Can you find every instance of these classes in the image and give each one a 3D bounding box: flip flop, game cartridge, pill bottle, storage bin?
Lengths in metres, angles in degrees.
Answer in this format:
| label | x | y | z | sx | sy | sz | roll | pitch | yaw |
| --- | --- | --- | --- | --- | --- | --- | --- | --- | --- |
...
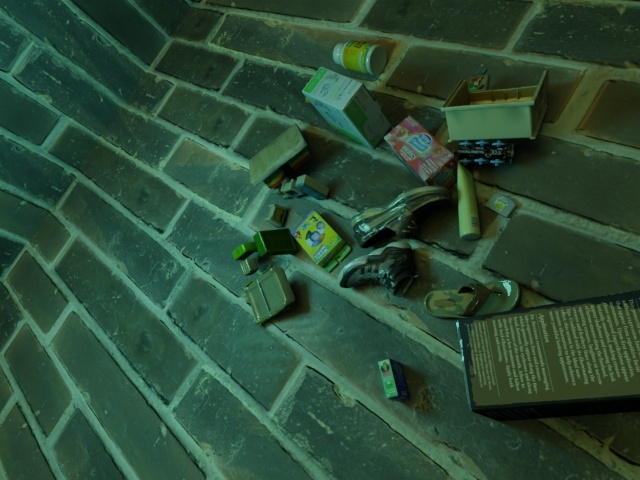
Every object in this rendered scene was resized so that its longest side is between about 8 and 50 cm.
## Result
| label | x | y | z | sx | sy | sz | roll | pitch | yaw |
| --- | --- | --- | --- | --- | --- | --- | --- | --- | --- |
| flip flop | 0.424 | 0.166 | 1.362 | 0.277 | 0.080 | 0.112 | -8 | 64 | 29 |
| game cartridge | 0.551 | -0.109 | 1.458 | 0.056 | 0.017 | 0.083 | -50 | 52 | -3 |
| pill bottle | 0.155 | -0.748 | 1.948 | 0.208 | 0.117 | 0.117 | 28 | 84 | 38 |
| storage bin | 0.550 | -0.422 | 1.485 | 0.262 | 0.123 | 0.260 | 5 | 41 | 33 |

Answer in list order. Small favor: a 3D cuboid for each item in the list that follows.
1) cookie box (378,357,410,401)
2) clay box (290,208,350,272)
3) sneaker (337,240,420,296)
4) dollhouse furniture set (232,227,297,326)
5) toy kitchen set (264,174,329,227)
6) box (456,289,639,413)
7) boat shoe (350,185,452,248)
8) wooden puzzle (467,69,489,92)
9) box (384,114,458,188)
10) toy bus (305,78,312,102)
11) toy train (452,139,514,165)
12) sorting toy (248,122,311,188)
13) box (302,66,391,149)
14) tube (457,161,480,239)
| label | x | y | z | sx | sy | sz | roll | pitch | yaw |
| --- | --- | --- | --- | --- | --- | --- | --- | --- | --- |
| cookie box | 0.211 | 0.401 | 1.373 | 0.040 | 0.092 | 0.107 | -26 | 56 | 22 |
| clay box | 0.000 | 0.000 | 1.723 | 0.127 | 0.053 | 0.222 | -46 | 51 | 5 |
| sneaker | 0.184 | 0.118 | 1.519 | 0.269 | 0.101 | 0.153 | -28 | 53 | 15 |
| dollhouse furniture set | -0.174 | 0.133 | 1.761 | 0.198 | 0.151 | 0.301 | -36 | 69 | 38 |
| toy kitchen set | -0.093 | -0.135 | 1.830 | 0.207 | 0.122 | 0.166 | -8 | 62 | 51 |
| box | 0.554 | 0.281 | 1.091 | 0.396 | 0.293 | 0.211 | -14 | 61 | 25 |
| boat shoe | 0.267 | -0.065 | 1.558 | 0.356 | 0.132 | 0.130 | -23 | 67 | 31 |
| wooden puzzle | 0.547 | -0.546 | 1.673 | 0.079 | 0.014 | 0.116 | -4 | 65 | 30 |
| box | 0.343 | -0.282 | 1.599 | 0.123 | 0.128 | 0.256 | -41 | 52 | 9 |
| toy bus | 0.032 | -0.603 | 1.961 | 0.202 | 0.191 | 0.104 | 33 | 130 | 39 |
| toy train | 0.514 | -0.275 | 1.503 | 0.184 | 0.105 | 0.080 | 7 | 99 | 30 |
| sorting toy | -0.157 | -0.324 | 1.907 | 0.255 | 0.089 | 0.257 | -37 | 29 | 10 |
| box | 0.103 | -0.488 | 1.764 | 0.231 | 0.262 | 0.126 | 38 | 91 | 37 |
| tube | 0.456 | -0.121 | 1.486 | 0.062 | 0.070 | 0.240 | 1 | 70 | 1 |
